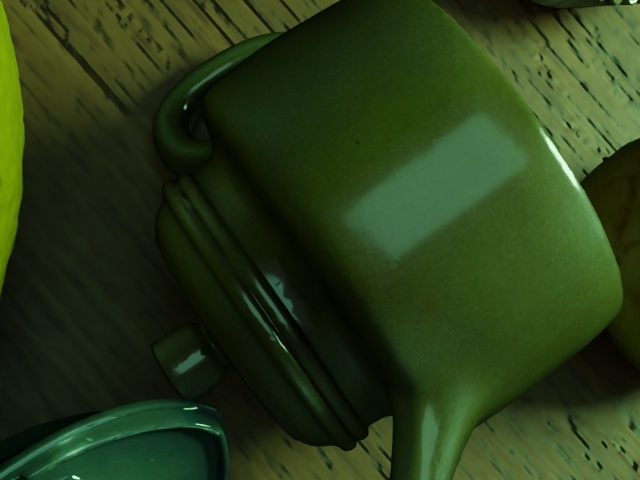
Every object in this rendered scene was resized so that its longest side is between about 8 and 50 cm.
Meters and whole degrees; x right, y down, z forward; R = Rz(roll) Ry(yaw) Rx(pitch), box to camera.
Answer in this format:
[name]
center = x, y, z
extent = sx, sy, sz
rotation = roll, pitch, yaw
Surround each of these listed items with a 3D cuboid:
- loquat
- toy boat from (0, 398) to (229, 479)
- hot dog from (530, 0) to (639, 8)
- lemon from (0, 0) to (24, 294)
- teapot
[loquat]
center = 0.186, 0.008, 0.559
extent = 0.137, 0.113, 0.137
rotation = 21, 48, -25
[toy boat]
center = -0.145, 0.170, 0.423
extent = 0.296, 0.122, 0.114
rotation = -43, 123, -5
[hot dog]
center = 0.173, -0.249, 0.622
extent = 0.144, 0.075, 0.267
rotation = 18, 74, -8
[lemon]
center = -0.231, -0.028, 0.400
extent = 0.245, 0.245, 0.319
rotation = -2, 83, -13
[teapot]
center = 0.000, 0.000, 0.486
extent = 0.175, 0.185, 0.267
rotation = -33, 51, -5
